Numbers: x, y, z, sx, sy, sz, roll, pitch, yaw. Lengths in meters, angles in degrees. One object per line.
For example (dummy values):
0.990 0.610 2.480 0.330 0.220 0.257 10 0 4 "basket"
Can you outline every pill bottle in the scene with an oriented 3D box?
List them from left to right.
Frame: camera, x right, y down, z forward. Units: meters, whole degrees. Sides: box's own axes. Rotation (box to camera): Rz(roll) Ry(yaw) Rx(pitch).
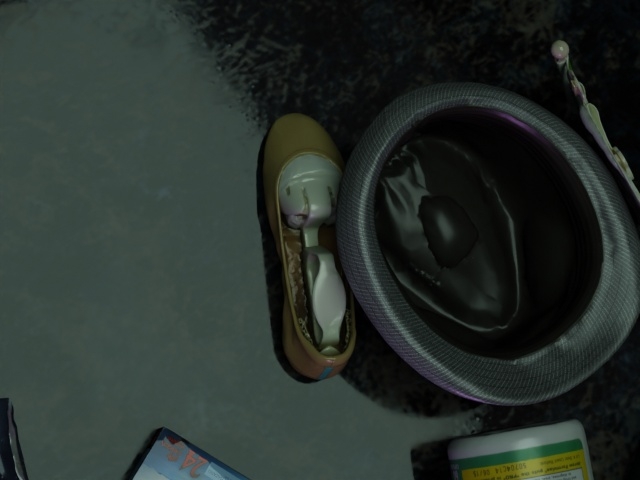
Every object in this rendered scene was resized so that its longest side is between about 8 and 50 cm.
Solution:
0.179 0.260 1.420 0.118 0.117 0.208 -9 84 -14 "pill bottle"

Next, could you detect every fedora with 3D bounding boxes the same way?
0.127 0.004 1.441 0.244 0.124 0.275 -43 95 -14 "fedora"

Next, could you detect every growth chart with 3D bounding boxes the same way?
0.263 -0.054 1.465 0.021 0.172 0.237 -30 80 7 "growth chart"

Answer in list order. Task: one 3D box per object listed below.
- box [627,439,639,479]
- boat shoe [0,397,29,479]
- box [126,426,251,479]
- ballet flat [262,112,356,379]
0.345 0.241 1.473 0.158 0.093 0.156 21 78 -8 "box"
-0.292 0.275 1.305 0.158 0.127 0.340 -7 83 -6 "boat shoe"
-0.074 0.281 1.398 0.233 0.044 0.159 32 76 -6 "box"
0.000 0.000 1.441 0.080 0.073 0.232 -6 83 -14 "ballet flat"
